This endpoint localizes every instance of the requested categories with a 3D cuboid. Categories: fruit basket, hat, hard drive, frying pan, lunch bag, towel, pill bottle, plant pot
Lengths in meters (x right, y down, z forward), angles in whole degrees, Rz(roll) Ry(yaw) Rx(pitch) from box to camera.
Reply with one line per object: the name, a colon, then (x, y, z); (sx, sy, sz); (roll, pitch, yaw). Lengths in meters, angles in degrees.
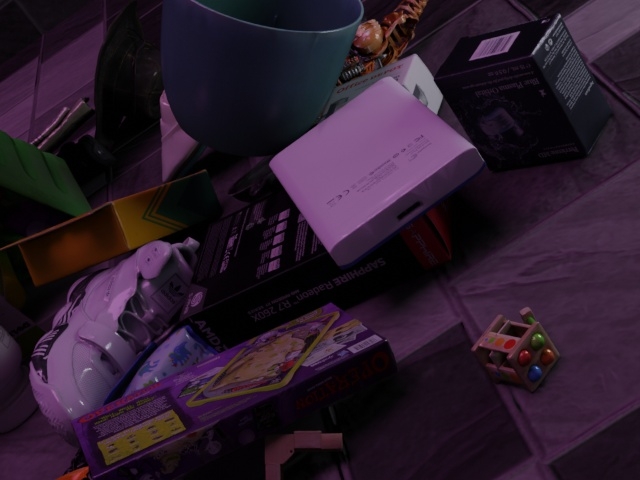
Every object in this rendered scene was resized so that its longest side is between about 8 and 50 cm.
fruit basket: (-0.565, 0.016, 2.115); (0.283, 0.392, 0.392); (-27, 28, 20)
hat: (-0.360, -0.335, 2.553); (0.133, 0.331, 0.331); (11, 39, 4)
hard drive: (0.061, -0.096, 1.590); (0.210, 0.040, 0.319); (-36, 27, 1)
frying pan: (-0.043, -0.115, 1.872); (0.197, 0.053, 0.326); (-38, 12, -8)
lunch bag: (-0.207, 0.194, 1.599); (0.129, 0.096, 0.151); (-53, 8, -37)
towel: (-0.576, -0.173, 2.467); (0.324, 0.056, 0.312); (-43, 9, -4)
pill bottle: (-0.519, 0.174, 1.848); (0.131, 0.229, 0.131); (-28, 28, 17)
plant pot: (-0.106, -0.267, 1.850); (0.293, 0.293, 0.235); (-90, 14, -58)

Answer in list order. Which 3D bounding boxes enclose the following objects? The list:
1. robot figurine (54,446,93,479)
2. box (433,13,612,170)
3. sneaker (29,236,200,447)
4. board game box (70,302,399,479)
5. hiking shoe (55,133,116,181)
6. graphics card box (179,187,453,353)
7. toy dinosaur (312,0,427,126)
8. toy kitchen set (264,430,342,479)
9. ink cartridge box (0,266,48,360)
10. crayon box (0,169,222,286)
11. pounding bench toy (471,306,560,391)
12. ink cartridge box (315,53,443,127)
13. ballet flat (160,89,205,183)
robot figurine: (-0.292, 0.338, 1.474); (0.291, 0.085, 0.211); (-39, 27, -3)
box: (0.255, -0.183, 1.572); (0.156, 0.158, 0.093); (-8, 38, 45)
sneaker: (-0.268, 0.121, 1.733); (0.210, 0.137, 0.366); (-31, 24, 18)
board game box: (-0.103, 0.177, 1.411); (0.346, 0.056, 0.208); (-24, 19, -12)
hiking shoe: (-0.491, -0.143, 2.509); (0.114, 0.086, 0.227); (-55, 21, -20)
graphics card box: (0.000, 0.000, 1.658); (0.371, 0.094, 0.233); (-24, 29, 21)
toy dinosaur: (0.065, -0.316, 2.088); (0.322, 0.164, 0.218); (-25, 38, -18)
toy kitchen set: (-0.018, 0.247, 1.360); (0.083, 0.075, 0.068); (-1, -11, 0)
ink cartridge box: (-0.573, 0.111, 1.970); (0.188, 0.255, 0.097); (-32, 45, 9)
crayon box: (-0.322, -0.016, 1.942); (0.202, 0.081, 0.318); (-19, 3, 31)
pounding bench toy: (0.211, 0.105, 1.279); (0.083, 0.052, 0.065); (-48, 29, -22)
ink cartridge box: (0.076, -0.160, 1.828); (0.158, 0.092, 0.218); (-19, 29, 32)
ballet flat: (-0.191, -0.255, 2.119); (0.400, 0.139, 0.139); (-44, 17, 39)
